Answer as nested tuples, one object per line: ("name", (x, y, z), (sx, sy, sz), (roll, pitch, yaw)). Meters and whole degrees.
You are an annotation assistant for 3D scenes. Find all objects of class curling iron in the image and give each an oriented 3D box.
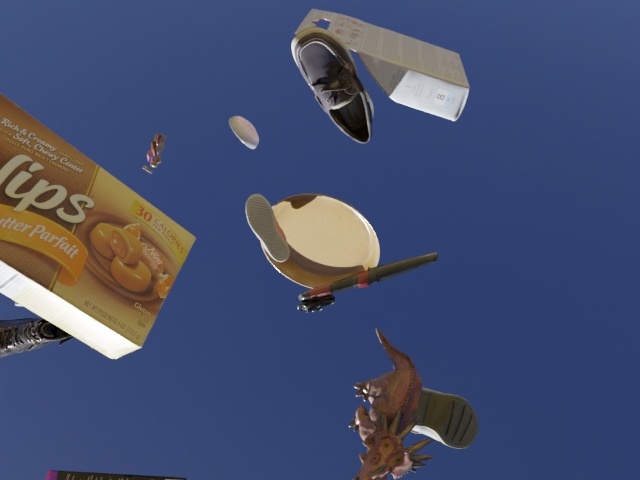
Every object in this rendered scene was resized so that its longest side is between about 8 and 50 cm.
("curling iron", (0.084, 0.071, 1.233), (0.274, 0.068, 0.035), (-22, -110, 2))

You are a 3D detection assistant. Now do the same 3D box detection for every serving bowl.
("serving bowl", (-0.160, -0.238, 1.452), (0.027, 0.083, 0.083), (-37, -128, 16))

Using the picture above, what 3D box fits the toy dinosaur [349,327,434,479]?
("toy dinosaur", (0.129, 0.293, 1.161), (0.127, 0.200, 0.295), (12, -111, -3))

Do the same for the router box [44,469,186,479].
("router box", (-0.208, 0.309, 0.677), (0.133, 0.178, 0.046), (6, -149, -7))

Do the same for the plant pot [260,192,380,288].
("plant pot", (0.000, 0.000, 1.298), (0.236, 0.236, 0.032), (12, -139, 6))

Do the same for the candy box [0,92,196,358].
("candy box", (-0.329, -0.014, 0.833), (0.316, 0.088, 0.183), (39, -131, -24))

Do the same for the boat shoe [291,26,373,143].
("boat shoe", (0.039, -0.302, 1.344), (0.103, 0.285, 0.092), (-26, -130, 11))

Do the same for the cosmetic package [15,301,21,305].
("cosmetic package", (-0.484, 0.074, 1.317), (0.086, 0.231, 0.117), (-2, -98, 18))

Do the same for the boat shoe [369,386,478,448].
("boat shoe", (0.232, 0.375, 1.486), (0.103, 0.302, 0.113), (6, -112, 53))

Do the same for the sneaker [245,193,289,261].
("sneaker", (-0.100, -0.023, 1.256), (0.051, 0.070, 0.134), (-27, -85, -4))

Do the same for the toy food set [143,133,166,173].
("toy food set", (-0.476, -0.257, 1.948), (0.019, 0.078, 0.122), (14, -98, 15))

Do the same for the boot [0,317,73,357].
("boot", (-0.593, 0.182, 1.315), (0.263, 0.229, 0.091), (-12, -92, -46))

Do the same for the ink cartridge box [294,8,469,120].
("ink cartridge box", (0.137, -0.410, 1.533), (0.385, 0.091, 0.308), (16, -151, -2))
